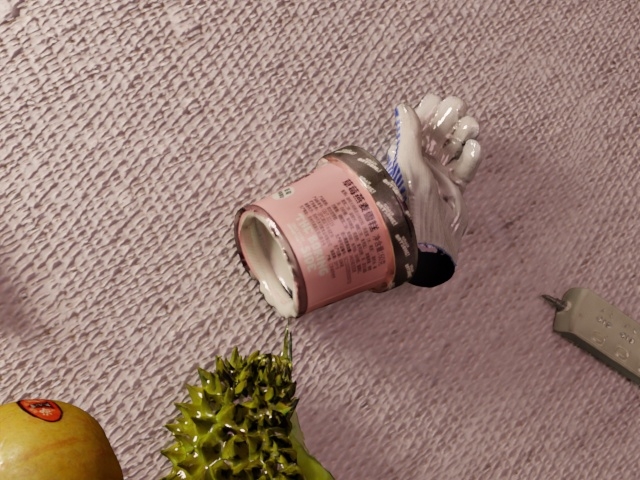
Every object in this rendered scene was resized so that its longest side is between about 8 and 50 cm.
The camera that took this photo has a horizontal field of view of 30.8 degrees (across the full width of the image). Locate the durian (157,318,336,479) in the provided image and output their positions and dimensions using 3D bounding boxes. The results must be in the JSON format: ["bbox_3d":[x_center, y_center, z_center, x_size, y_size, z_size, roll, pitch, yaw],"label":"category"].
[{"bbox_3d":[-0.031,0.272,1.099,0.351,0.158,0.169,62,27,0],"label":"durian"}]

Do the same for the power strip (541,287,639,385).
[{"bbox_3d":[0.358,0.126,1.345,0.253,0.027,0.060,33,65,-15],"label":"power strip"}]

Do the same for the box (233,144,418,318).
[{"bbox_3d":[0.000,0.000,1.145,0.135,0.151,0.151,-26,89,-20],"label":"box"}]

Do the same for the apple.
[{"bbox_3d":[-0.237,0.222,0.959,0.155,0.182,0.182,-22,87,-39],"label":"apple"}]

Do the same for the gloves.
[{"bbox_3d":[0.113,-0.061,1.237,0.119,0.097,0.229,38,55,-39],"label":"gloves"}]
